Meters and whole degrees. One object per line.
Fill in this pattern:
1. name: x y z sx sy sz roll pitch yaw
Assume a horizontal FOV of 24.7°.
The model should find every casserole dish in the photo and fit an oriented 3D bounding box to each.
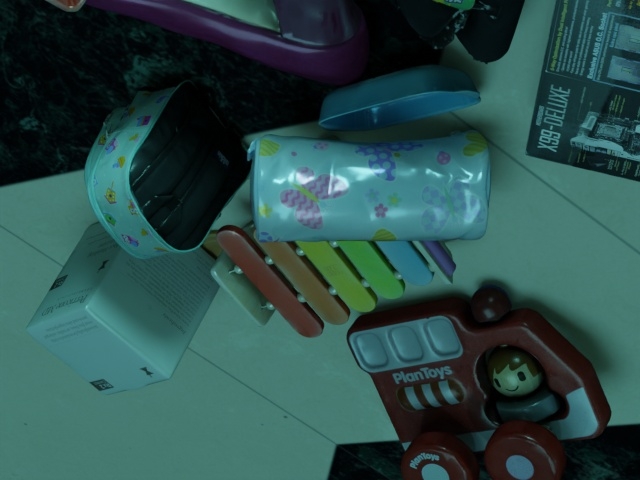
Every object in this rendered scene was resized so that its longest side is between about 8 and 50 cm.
1. casserole dish: 0.083 -0.154 1.575 0.188 0.037 0.114 -11 172 35

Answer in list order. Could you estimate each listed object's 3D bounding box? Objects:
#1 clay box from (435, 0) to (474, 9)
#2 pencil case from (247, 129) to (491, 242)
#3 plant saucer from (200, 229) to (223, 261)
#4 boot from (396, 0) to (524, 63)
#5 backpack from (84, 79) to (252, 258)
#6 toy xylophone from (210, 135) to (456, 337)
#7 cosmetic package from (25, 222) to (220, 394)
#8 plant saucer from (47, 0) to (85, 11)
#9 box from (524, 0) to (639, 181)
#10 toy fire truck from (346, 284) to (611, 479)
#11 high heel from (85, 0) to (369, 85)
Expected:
1. clay box: 0.052 -0.297 1.288 0.222 0.053 0.127 27 153 11
2. pencil case: 0.055 -0.059 1.613 0.273 0.124 0.113 -1 179 -1
3. plant saucer: -0.125 0.020 1.922 0.083 0.013 0.083 12 140 10
4. boot: 0.101 -0.291 1.398 0.246 0.094 0.207 34 149 4
5. backpack: -0.189 -0.073 1.707 0.144 0.188 0.166 -9 132 32
6. toy xylophone: 0.000 0.000 1.790 0.323 0.081 0.236 -23 123 40
7. cosmetic package: -0.250 0.078 1.899 0.151 0.183 0.151 44 142 -23
8. plant saucer: -0.281 -0.387 1.397 0.259 0.047 0.258 28 110 -25
9. box: 0.343 -0.183 1.428 0.242 0.076 0.307 14 140 10
10. toy fire truck: 0.201 0.184 1.865 0.302 0.169 0.254 -14 110 35
11. high heel: -0.135 -0.240 1.553 0.377 0.127 0.181 14 150 18
